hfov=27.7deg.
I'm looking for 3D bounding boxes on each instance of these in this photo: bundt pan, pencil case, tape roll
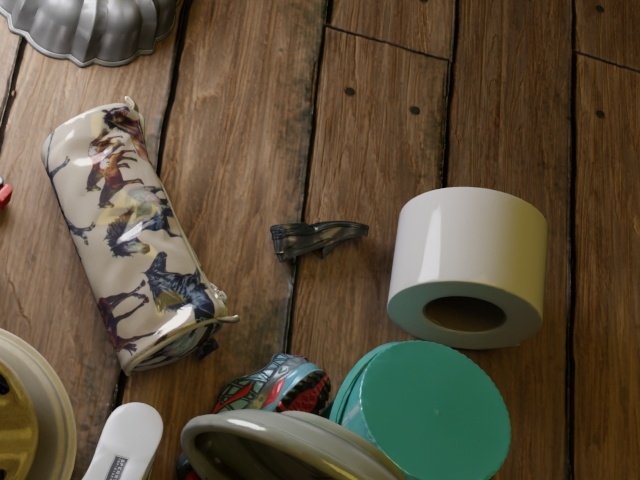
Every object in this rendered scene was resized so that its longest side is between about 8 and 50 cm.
[{"bbox_3d":[-0.375,-0.453,2.127,0.331,0.124,0.331,8,63,-17],"label":"bundt pan"},{"bbox_3d":[-0.276,-0.013,1.929,0.183,0.160,0.410,-21,74,-12],"label":"pencil case"},{"bbox_3d":[0.235,0.047,2.059,0.246,0.246,0.169,16,61,-14],"label":"tape roll"}]

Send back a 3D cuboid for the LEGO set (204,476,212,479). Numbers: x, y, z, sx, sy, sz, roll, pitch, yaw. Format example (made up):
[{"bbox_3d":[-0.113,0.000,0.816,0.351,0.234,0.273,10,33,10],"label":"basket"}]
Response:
[{"bbox_3d":[-0.166,0.450,1.695,0.331,0.255,0.192,-32,104,-23],"label":"LEGO set"}]

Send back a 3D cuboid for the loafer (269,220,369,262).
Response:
[{"bbox_3d":[0.000,0.000,2.104,0.170,0.062,0.061,-4,90,-20],"label":"loafer"}]

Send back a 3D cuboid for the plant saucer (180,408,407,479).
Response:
[{"bbox_3d":[0.006,0.327,1.727,0.400,0.400,0.100,35,64,-3],"label":"plant saucer"}]

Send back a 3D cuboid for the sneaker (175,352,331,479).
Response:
[{"bbox_3d":[-0.112,0.265,1.917,0.262,0.104,0.125,-35,40,-17],"label":"sneaker"}]

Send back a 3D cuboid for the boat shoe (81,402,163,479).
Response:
[{"bbox_3d":[-0.299,0.364,1.767,0.108,0.102,0.301,17,49,4],"label":"boat shoe"}]

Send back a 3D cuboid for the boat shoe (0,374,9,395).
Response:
[{"bbox_3d":[-0.446,0.200,1.814,0.223,0.080,0.073,41,68,1],"label":"boat shoe"}]

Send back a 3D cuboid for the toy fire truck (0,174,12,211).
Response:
[{"bbox_3d":[-0.529,-0.052,1.915,0.192,0.047,0.135,37,59,-1],"label":"toy fire truck"}]

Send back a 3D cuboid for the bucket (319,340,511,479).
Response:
[{"bbox_3d":[0.133,0.292,1.910,0.281,0.183,0.281,13,50,-17],"label":"bucket"}]

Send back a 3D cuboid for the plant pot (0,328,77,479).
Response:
[{"bbox_3d":[-0.462,0.247,1.599,0.334,0.305,0.334,2,80,-13],"label":"plant pot"}]
